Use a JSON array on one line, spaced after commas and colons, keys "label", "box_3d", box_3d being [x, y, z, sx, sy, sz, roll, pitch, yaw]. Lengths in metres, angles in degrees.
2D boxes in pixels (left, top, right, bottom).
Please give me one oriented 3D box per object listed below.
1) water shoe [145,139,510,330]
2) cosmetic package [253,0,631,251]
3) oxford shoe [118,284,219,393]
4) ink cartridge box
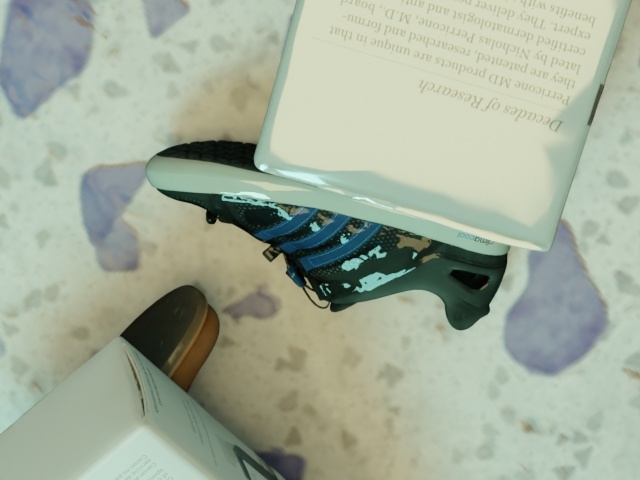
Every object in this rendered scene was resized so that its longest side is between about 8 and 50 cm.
[{"label": "water shoe", "box_3d": [0.000, 0.000, 0.910, 0.203, 0.073, 0.080, 12, 104, 4]}, {"label": "cosmetic package", "box_3d": [0.067, -0.113, 0.841, 0.151, 0.151, 0.183, 16, 103, 2]}, {"label": "oxford shoe", "box_3d": [-0.105, 0.120, 0.955, 0.076, 0.076, 0.212, 23, 108, -23]}, {"label": "ink cartridge box", "box_3d": [-0.087, 0.179, 0.897, 0.158, 0.092, 0.218, -39, 122, 7]}]
